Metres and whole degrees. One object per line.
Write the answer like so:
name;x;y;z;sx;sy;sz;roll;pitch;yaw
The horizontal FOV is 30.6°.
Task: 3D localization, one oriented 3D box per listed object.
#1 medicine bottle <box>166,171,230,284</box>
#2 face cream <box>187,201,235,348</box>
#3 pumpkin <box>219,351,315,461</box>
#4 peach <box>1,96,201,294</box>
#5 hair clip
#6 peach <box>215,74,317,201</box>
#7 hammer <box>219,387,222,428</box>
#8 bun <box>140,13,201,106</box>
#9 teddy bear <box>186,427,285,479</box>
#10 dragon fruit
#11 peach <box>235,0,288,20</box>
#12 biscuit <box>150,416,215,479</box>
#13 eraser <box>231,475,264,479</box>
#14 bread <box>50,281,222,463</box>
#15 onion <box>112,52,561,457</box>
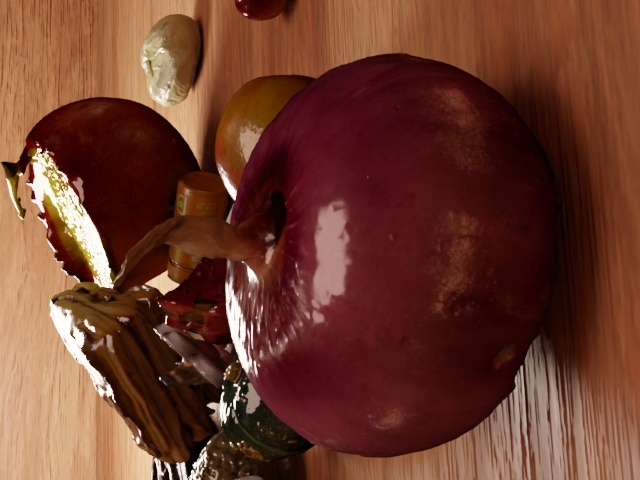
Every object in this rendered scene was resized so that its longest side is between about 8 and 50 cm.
medicine bottle;-0.221;-0.021;2.115;0.096;0.096;0.192;-119;37;-57
face cream;-0.140;0.050;1.867;0.348;0.081;0.173;119;166;-53
pumpkin;-0.053;0.193;1.503;0.190;0.146;0.190;-173;90;-83
peach;-0.386;-0.097;2.230;0.335;0.310;0.406;27;147;34
hair clip;-0.142;0.184;1.654;0.146;0.257;0.075;28;92;37
peach;-0.036;-0.101;1.429;0.197;0.197;0.197;-178;90;-72
hammer;-0.116;0.237;1.866;0.290;0.037;0.137;123;145;-58
bun;-0.310;-0.370;2.396;0.164;0.111;0.188;-111;32;-43
teddy bear;-0.124;0.362;1.701;0.256;0.156;0.267;126;143;-57
dragon fruit;-0.076;0.076;1.619;0.134;0.262;0.211;26;147;26
peach;-0.090;-0.381;1.765;0.101;0.101;0.100;-178;90;-72
biscuit;-0.263;0.524;2.204;0.407;0.091;0.407;-178;90;-73
eraser;-0.072;0.461;1.499;0.174;0.095;0.270;-109;8;-73
bread;-0.322;0.215;2.105;0.314;0.191;0.370;60;161;-18
onion;0.034;-0.005;1.038;0.358;0.345;0.358;-46;19;21
